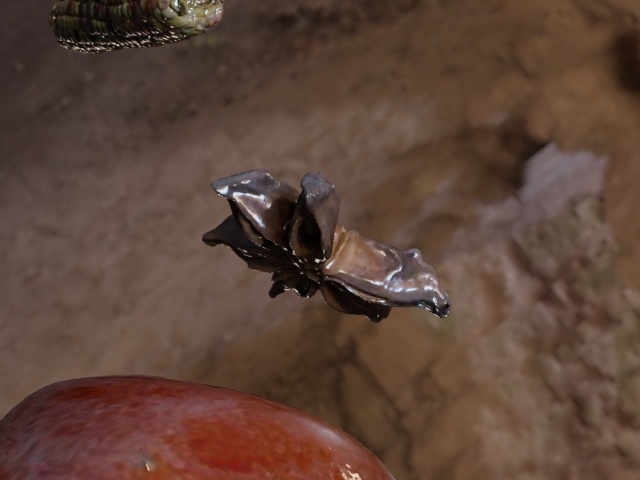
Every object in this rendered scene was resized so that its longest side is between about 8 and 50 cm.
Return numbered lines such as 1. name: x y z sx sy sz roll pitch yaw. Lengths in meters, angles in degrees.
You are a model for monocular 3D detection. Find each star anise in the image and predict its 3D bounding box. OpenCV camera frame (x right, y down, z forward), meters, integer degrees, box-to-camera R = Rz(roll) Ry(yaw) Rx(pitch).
1. star anise: -0.010 0.003 1.542 0.172 0.208 0.063 -6 -124 46

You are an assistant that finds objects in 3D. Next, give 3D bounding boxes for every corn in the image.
1. corn: -0.183 -0.228 1.882 0.086 0.086 0.253 -29 -165 -33

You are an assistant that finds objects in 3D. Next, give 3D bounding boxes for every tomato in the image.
1. tomato: -0.054 0.113 0.611 0.167 0.167 0.167 -35 169 -8
